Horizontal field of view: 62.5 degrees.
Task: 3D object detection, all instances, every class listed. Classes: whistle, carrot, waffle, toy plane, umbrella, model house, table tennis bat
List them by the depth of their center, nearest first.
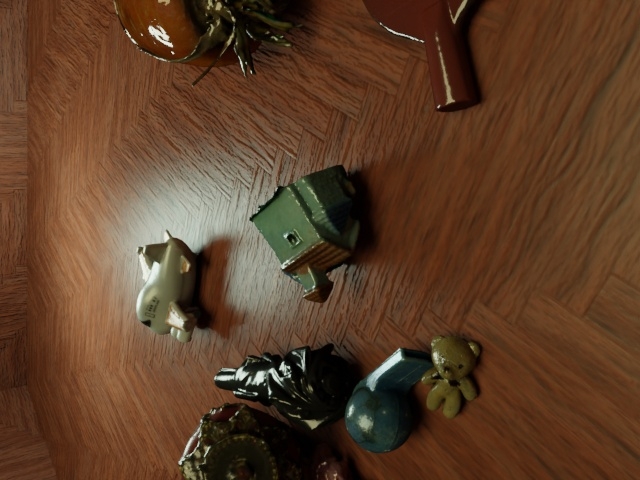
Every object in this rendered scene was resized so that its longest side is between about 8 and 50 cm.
[{"bbox_3d":[0.112,-0.286,0.542,0.200,0.038,0.310,-13,85,51],"label":"table tennis bat"},{"bbox_3d":[0.080,0.202,0.627,0.158,0.090,0.090,-52,57,41],"label":"whistle"},{"bbox_3d":[0.000,0.000,0.682,0.148,0.119,0.148,-32,81,47],"label":"model house"},{"bbox_3d":[0.025,0.424,0.753,0.234,0.055,0.221,46,130,35],"label":"waffle"},{"bbox_3d":[-0.177,-0.347,0.757,0.331,0.214,0.193,22,139,44],"label":"carrot"},{"bbox_3d":[-0.079,0.218,0.809,0.340,0.118,0.118,-16,83,51],"label":"umbrella"},{"bbox_3d":[-0.318,0.096,1.076,0.245,0.117,0.244,11,105,48],"label":"toy plane"}]

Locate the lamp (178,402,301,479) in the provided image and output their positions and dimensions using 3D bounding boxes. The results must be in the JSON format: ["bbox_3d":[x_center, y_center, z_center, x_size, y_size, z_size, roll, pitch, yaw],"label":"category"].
[{"bbox_3d":[-0.120,0.330,0.789,0.274,0.177,0.177,122,131,-69],"label":"lamp"}]

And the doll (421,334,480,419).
[{"bbox_3d":[0.144,0.150,0.580,0.062,0.051,0.093,15,133,23],"label":"doll"}]
